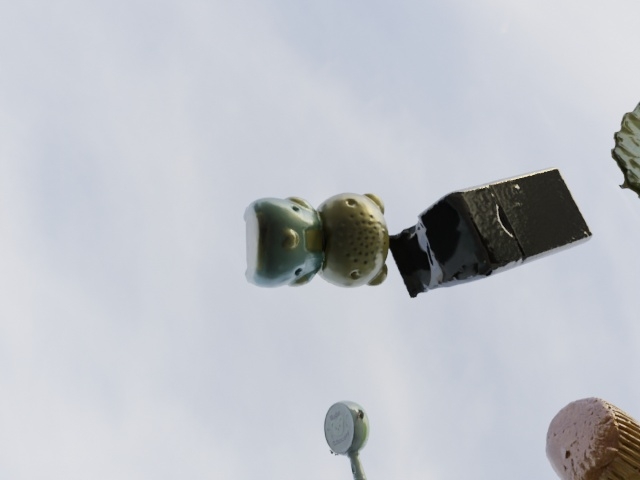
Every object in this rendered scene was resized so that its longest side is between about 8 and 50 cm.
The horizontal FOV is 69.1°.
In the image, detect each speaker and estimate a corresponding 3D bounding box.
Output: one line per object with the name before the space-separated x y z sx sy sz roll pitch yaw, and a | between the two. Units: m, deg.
speaker | 0.357 -0.018 0.978 0.389 0.184 0.179 -14 -104 -28

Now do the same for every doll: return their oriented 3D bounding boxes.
doll | 0.000 0.000 0.845 0.261 0.161 0.176 0 -95 -18

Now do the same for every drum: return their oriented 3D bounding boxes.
drum | 0.061 0.479 1.007 0.049 0.130 0.253 16 -124 -34

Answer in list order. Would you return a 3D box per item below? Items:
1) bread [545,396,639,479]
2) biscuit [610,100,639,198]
bread | 0.524 0.398 0.893 0.104 0.199 0.199 32 -93 0
biscuit | 0.538 -0.144 0.682 0.187 0.273 0.036 29 -113 19
